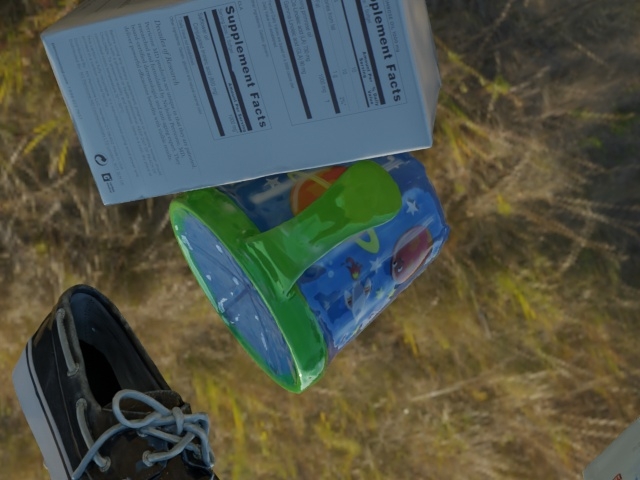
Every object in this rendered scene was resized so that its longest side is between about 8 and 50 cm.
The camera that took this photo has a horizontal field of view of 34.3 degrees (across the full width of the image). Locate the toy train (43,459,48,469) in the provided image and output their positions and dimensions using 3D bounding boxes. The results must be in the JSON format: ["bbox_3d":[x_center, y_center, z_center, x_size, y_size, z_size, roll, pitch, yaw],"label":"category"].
[{"bbox_3d":[-0.323,0.357,1.499,0.166,0.125,0.046,10,115,-48],"label":"toy train"}]

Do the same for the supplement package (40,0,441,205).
[{"bbox_3d":[-0.046,-0.130,0.745,0.244,0.139,0.134,-10,116,14],"label":"supplement package"}]

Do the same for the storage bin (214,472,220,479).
[{"bbox_3d":[-0.221,0.313,1.412,0.084,0.180,0.122,-45,158,5],"label":"storage bin"}]

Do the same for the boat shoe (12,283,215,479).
[{"bbox_3d":[-0.133,0.155,0.777,0.113,0.306,0.105,12,120,-41],"label":"boat shoe"}]

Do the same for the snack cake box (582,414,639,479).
[{"bbox_3d":[0.407,0.265,1.002,0.264,0.089,0.152,32,117,-10],"label":"snack cake box"}]

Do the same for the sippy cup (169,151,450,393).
[{"bbox_3d":[0.000,0.000,1.066,0.224,0.305,0.240,-34,122,-18],"label":"sippy cup"}]
